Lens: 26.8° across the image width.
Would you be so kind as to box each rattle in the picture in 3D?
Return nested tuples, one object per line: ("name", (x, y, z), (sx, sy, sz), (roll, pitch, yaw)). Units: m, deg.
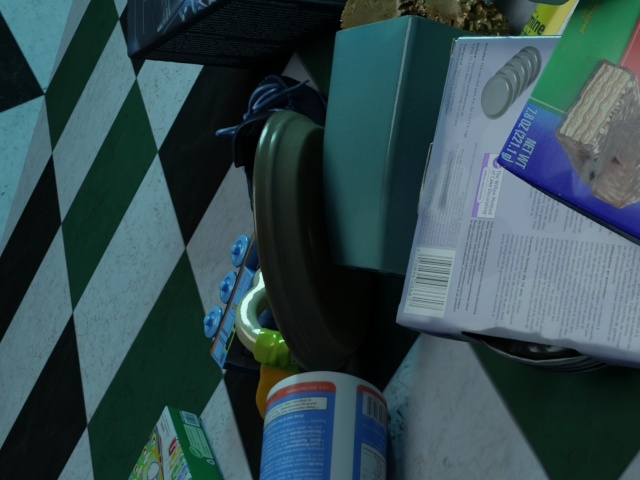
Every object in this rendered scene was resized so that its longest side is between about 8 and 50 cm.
("rattle", (-0.033, 0.094, 1.548), (0.130, 0.143, 0.200), (-19, 40, 3))

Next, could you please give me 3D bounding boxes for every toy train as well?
("toy train", (-0.080, 0.075, 1.647), (0.105, 0.080, 0.184), (40, 111, 60))

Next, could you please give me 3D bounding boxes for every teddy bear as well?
("teddy bear", (0.158, -0.314, 1.436), (0.245, 0.113, 0.338), (50, 124, 40))

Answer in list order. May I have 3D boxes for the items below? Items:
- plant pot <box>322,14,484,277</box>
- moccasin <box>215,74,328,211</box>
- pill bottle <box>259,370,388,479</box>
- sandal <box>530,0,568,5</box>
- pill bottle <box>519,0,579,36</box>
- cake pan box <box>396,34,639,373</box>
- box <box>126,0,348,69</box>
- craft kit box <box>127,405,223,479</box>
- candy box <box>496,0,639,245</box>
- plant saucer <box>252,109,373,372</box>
("plant pot", (0.097, -0.078, 1.315), (0.165, 0.165, 0.234), (7, 84, 65))
("moccasin", (-0.053, -0.130, 1.710), (0.138, 0.116, 0.342), (-58, 26, 21))
("pill bottle", (0.001, 0.248, 1.280), (0.124, 0.124, 0.222), (-41, 34, 45))
("sandal", (0.208, -0.301, 1.029), (0.169, 0.102, 0.416), (113, 174, -45))
("pill bottle", (0.234, -0.180, 1.177), (0.184, 0.103, 0.103), (-60, 25, 17))
("cake pan box", (0.194, -0.031, 1.057), (0.245, 0.070, 0.267), (4, 79, 43))
("box", (-0.112, -0.427, 1.875), (0.395, 0.212, 0.294), (-12, 78, 62))
("craft kit box", (-0.203, 0.375, 1.686), (0.247, 0.061, 0.250), (-65, 24, 14))
("candy box", (0.303, -0.095, 0.844), (0.317, 0.122, 0.268), (33, 99, 46))
("plant saucer", (0.000, 0.000, 1.381), (0.041, 0.278, 0.278), (-10, 53, 19))
